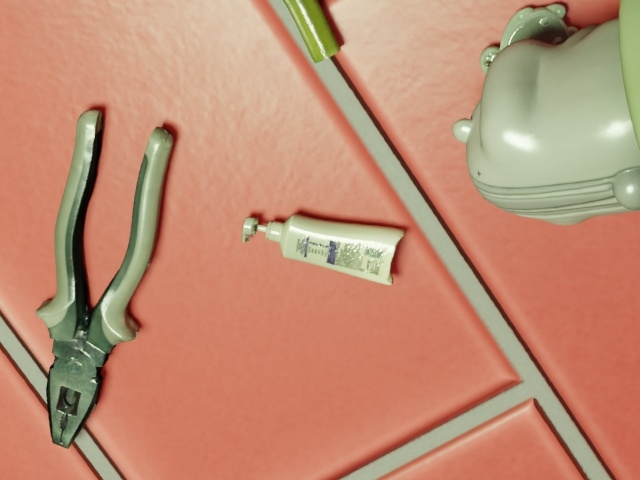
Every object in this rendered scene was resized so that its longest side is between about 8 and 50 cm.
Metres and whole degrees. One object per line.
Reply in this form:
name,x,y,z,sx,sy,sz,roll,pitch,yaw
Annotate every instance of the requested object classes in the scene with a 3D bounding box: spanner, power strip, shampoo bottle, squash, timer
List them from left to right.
spanner,-0.202,0.042,1.375,0.096,0.040,0.325,16,110,4
squash,-0.012,-0.190,1.267,0.027,0.027,0.083,-23,103,16
shampoo bottle,0.000,0.000,1.330,0.141,0.034,0.049,13,118,5
power strip,0.168,-0.158,1.245,0.083,0.035,0.055,-29,102,15
timer,0.253,-0.099,1.156,0.315,0.291,0.291,-12,108,35
